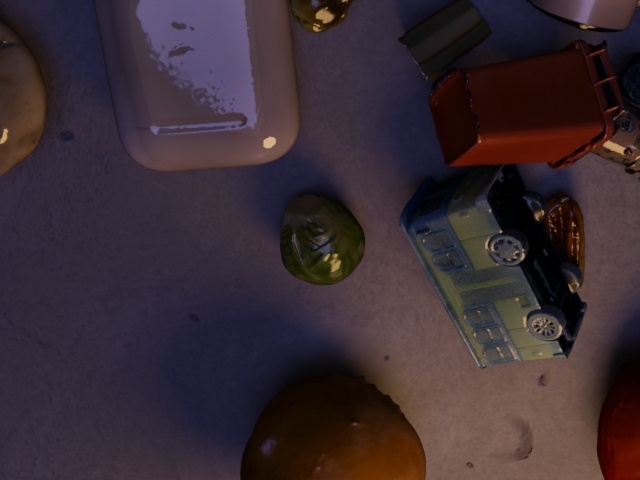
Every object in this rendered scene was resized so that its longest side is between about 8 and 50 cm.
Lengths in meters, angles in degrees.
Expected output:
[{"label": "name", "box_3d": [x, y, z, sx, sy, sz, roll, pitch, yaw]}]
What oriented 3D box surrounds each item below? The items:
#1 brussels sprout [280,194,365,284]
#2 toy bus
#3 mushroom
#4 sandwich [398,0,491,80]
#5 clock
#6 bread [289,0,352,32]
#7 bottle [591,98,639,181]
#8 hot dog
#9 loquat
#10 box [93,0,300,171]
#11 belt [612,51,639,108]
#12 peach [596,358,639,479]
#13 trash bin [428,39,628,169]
[{"label": "brussels sprout", "box_3d": [0.001, 0.002, 1.478, 0.155, 0.117, 0.155, 2, 124, 3]}, {"label": "toy bus", "box_3d": [0.281, 0.039, 1.427, 0.190, 0.152, 0.312, -15, 115, 39]}, {"label": "mushroom", "box_3d": [-0.577, -0.200, 1.314, 0.314, 0.336, 0.314, -2, 114, -5]}, {"label": "sandwich", "box_3d": [0.183, -0.298, 1.303, 0.113, 0.163, 0.079, -35, 94, 16]}, {"label": "clock", "box_3d": [0.374, -0.349, 1.280, 0.229, 0.155, 0.063, 13, 119, -4]}, {"label": "bread", "box_3d": [0.050, -0.420, 1.302, 0.087, 0.098, 0.269, 38, 112, 0]}, {"label": "bottle", "box_3d": [0.498, -0.149, 1.391, 0.152, 0.099, 0.099, 24, 113, -10]}, {"label": "hot dog", "box_3d": [0.403, 0.009, 1.484, 0.072, 0.055, 0.188, 6, 119, 24]}, {"label": "loquat", "box_3d": [0.020, 0.394, 1.543, 0.329, 0.328, 0.328, 1, 114, 3]}, {"label": "box", "box_3d": [-0.184, -0.278, 1.356, 0.289, 0.141, 0.349, -4, 112, 5]}, {"label": "belt", "box_3d": [0.531, -0.214, 1.333, 0.190, 0.141, 0.082, 27, 111, -5]}, {"label": "peach", "box_3d": [0.637, 0.347, 1.492, 0.290, 0.373, 0.372, -21, 114, -23]}, {"label": "trash bin", "box_3d": [0.295, -0.190, 1.285, 0.239, 0.184, 0.161, -8, 77, -22]}]
